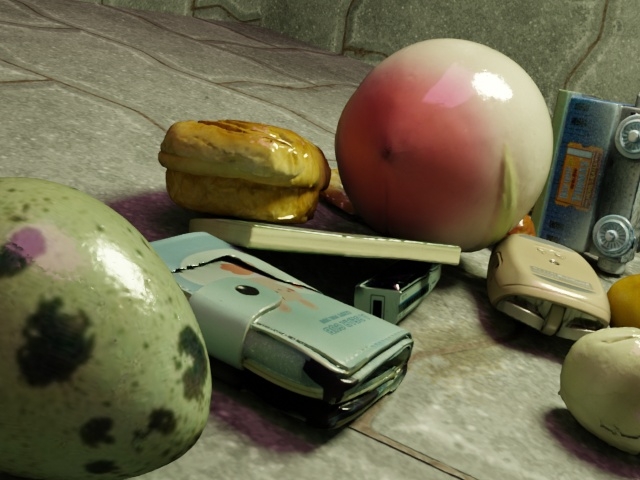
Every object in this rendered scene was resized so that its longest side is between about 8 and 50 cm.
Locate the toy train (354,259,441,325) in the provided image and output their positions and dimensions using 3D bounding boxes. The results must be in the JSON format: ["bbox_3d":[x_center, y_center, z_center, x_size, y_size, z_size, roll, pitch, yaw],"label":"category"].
[{"bbox_3d":[0.106,0.053,0.909,0.055,0.048,0.252,1,8,22],"label":"toy train"}]

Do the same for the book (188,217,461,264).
[{"bbox_3d":[0.000,0.000,0.902,0.264,0.027,0.202,6,2,-28],"label":"book"}]

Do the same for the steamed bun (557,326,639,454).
[{"bbox_3d":[0.296,0.141,0.718,0.129,0.113,0.091,26,19,7],"label":"steamed bun"}]

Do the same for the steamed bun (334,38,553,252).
[{"bbox_3d":[0.148,-0.119,1.010,0.309,0.309,0.309,14,19,-5],"label":"steamed bun"}]

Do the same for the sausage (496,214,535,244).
[{"bbox_3d":[0.307,-0.037,1.275,0.076,0.076,0.197,13,21,-8],"label":"sausage"}]

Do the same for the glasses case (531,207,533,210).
[{"bbox_3d":[0.413,-0.098,1.562,0.102,0.070,0.193,-12,22,5],"label":"glasses case"}]

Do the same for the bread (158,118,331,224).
[{"bbox_3d":[-0.094,-0.088,0.962,0.198,0.120,0.236,10,3,15],"label":"bread"}]

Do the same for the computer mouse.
[{"bbox_3d":[0.285,0.062,0.972,0.145,0.082,0.236,17,20,1],"label":"computer mouse"}]

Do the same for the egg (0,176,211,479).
[{"bbox_3d":[-0.171,0.061,0.480,0.228,0.177,0.177,35,22,6],"label":"egg"}]

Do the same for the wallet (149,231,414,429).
[{"bbox_3d":[-0.053,0.073,0.695,0.250,0.075,0.176,24,15,22],"label":"wallet"}]

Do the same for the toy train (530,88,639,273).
[{"bbox_3d":[0.467,-0.105,1.268,0.131,0.300,0.202,-4,19,-43],"label":"toy train"}]

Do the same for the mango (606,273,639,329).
[{"bbox_3d":[0.423,0.119,0.879,0.138,0.113,0.253,15,23,-11],"label":"mango"}]

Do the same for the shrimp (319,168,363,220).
[{"bbox_3d":[0.121,-0.061,1.245,0.261,0.051,0.198,1,31,-29],"label":"shrimp"}]
